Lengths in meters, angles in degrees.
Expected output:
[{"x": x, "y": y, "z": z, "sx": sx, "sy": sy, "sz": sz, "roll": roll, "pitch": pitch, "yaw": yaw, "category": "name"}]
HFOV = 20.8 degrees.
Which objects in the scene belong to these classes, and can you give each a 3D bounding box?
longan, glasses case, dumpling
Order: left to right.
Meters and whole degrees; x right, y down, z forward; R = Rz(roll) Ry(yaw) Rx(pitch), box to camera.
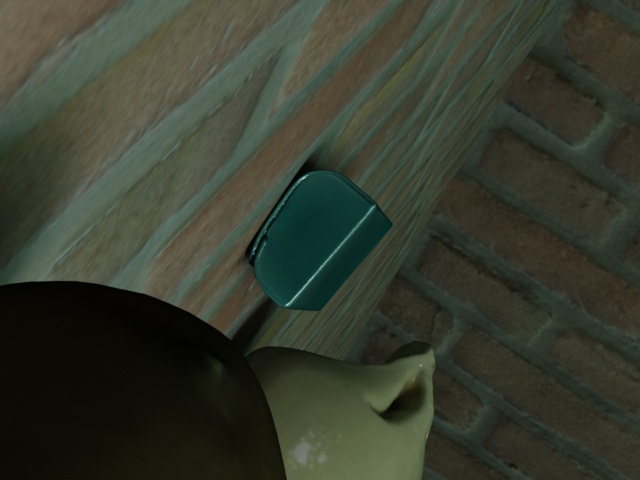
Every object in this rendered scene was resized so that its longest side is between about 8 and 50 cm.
[{"x": -0.106, "y": 0.110, "z": 0.671, "sx": 0.196, "sy": 0.196, "sz": 0.220, "roll": -56, "pitch": -176, "yaw": 3, "category": "longan"}, {"x": -0.055, "y": 0.249, "z": 1.708, "sx": 0.395, "sy": 0.233, "sz": 0.315, "roll": -35, "pitch": 166, "yaw": -33, "category": "dumpling"}, {"x": -0.002, "y": 0.001, "z": 1.537, "sx": 0.117, "sy": 0.070, "sz": 0.301, "roll": -50, "pitch": 176, "yaw": 0, "category": "glasses case"}]
